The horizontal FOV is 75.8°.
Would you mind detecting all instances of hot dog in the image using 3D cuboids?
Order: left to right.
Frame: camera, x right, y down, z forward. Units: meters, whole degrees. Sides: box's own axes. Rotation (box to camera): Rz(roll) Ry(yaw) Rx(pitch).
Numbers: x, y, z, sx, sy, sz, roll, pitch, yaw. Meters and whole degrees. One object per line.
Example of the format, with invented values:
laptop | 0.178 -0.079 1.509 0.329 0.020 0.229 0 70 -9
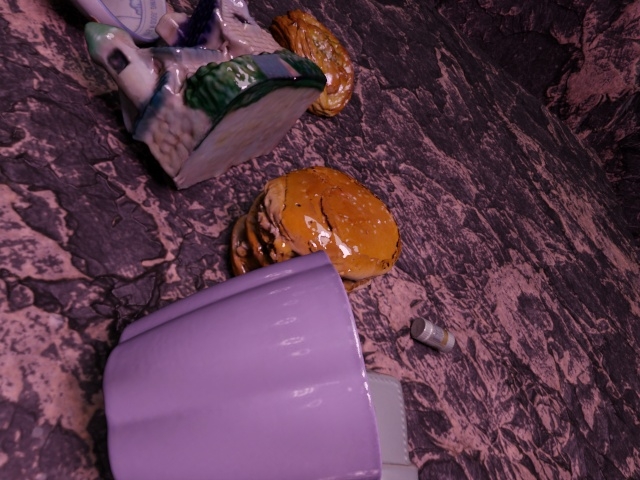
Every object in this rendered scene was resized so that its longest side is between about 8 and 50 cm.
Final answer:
hot dog | -0.017 -0.436 1.001 0.196 0.122 0.272 -4 64 -47

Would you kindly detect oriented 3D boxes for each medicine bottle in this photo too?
medicine bottle | 0.229 0.194 0.842 0.083 0.047 0.047 29 49 -21

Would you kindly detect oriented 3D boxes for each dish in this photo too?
dish | -0.402 -0.469 0.706 0.273 0.133 0.274 -11 90 -78

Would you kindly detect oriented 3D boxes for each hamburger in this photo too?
hamburger | -0.003 0.000 0.678 0.260 0.211 0.245 26 44 -17

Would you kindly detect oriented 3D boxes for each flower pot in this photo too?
flower pot | -0.084 0.161 0.462 0.243 0.265 0.265 -11 66 -4

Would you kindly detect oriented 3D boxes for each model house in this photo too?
model house | -0.193 -0.275 0.681 0.284 0.243 0.298 47 33 2

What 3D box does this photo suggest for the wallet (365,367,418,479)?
wallet | 0.030 0.349 0.565 0.252 0.083 0.361 17 54 -23
